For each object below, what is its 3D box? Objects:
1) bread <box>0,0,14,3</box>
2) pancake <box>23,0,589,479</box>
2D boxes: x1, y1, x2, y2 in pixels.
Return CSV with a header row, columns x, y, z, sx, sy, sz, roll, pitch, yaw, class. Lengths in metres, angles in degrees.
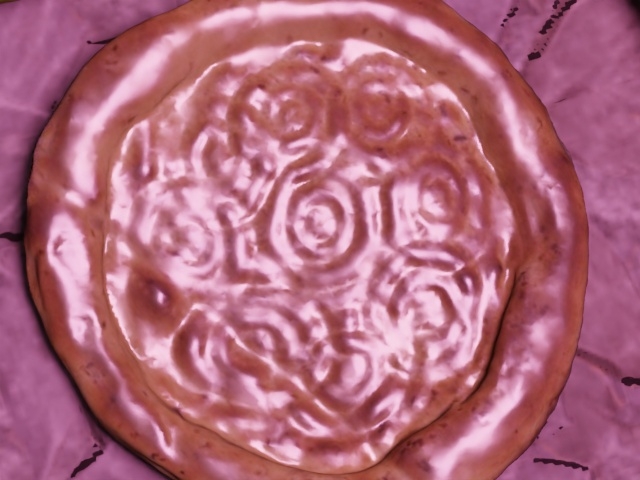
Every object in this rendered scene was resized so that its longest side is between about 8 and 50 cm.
x,y,z,sx,sy,sz,roll,pitch,yaw,class
-0.162,-0.159,0.833,0.139,0.071,0.130,-12,85,-10,bread
0.000,0.000,0.845,0.250,0.031,0.250,1,79,-6,pancake
